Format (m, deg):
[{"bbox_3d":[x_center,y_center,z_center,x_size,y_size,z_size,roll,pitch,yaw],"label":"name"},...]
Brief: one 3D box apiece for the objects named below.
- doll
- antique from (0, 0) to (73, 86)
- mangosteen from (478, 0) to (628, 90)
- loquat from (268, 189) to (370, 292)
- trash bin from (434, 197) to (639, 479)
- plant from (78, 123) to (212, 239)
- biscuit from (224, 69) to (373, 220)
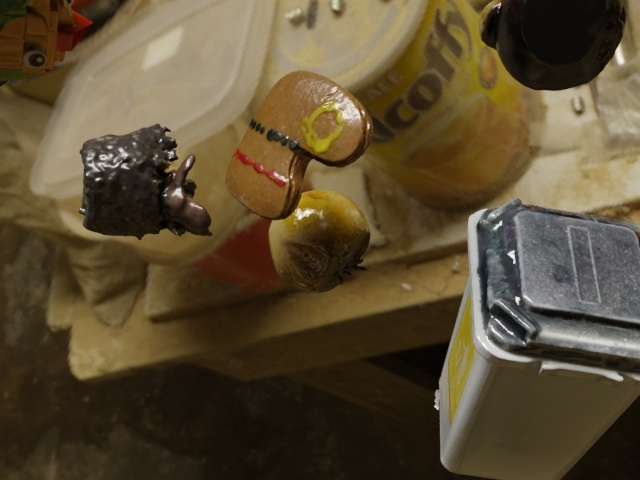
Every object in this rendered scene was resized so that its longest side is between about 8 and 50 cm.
[{"bbox_3d":[-0.261,-0.206,0.770,0.134,0.186,0.106,-21,48,-1],"label":"doll"},{"bbox_3d":[-0.362,-0.281,1.144,0.121,0.143,0.257,7,56,14],"label":"antique"},{"bbox_3d":[0.425,-0.419,1.847,0.287,0.233,0.288,3,105,12],"label":"mangosteen"},{"bbox_3d":[-0.004,0.003,1.974,0.213,0.213,0.213,-15,62,32],"label":"loquat"},{"bbox_3d":[0.305,0.155,1.306,0.368,0.295,0.256,103,173,-45],"label":"trash bin"},{"bbox_3d":[-0.319,-0.102,1.779,0.204,0.233,0.178,-111,21,-59],"label":"plant"},{"bbox_3d":[-0.047,-0.155,1.715,0.277,0.052,0.262,-57,45,12],"label":"biscuit"}]
